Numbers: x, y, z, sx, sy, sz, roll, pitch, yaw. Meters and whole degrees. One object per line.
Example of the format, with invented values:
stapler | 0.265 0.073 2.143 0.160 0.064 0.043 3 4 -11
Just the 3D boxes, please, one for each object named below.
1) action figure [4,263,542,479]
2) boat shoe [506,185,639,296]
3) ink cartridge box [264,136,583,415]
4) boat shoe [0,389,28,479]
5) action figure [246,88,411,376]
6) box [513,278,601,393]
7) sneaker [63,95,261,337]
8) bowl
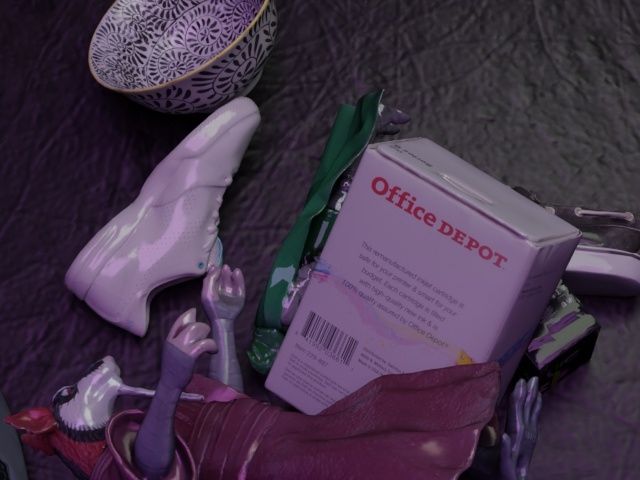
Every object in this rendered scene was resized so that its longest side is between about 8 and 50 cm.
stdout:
action figure | -0.040 0.166 1.317 0.370 0.248 0.275 2 99 19
boat shoe | 0.151 -0.004 1.515 0.219 0.078 0.070 8 70 -3
ink cartridge box | 0.075 0.051 1.419 0.154 0.093 0.212 32 113 23
boat shoe | -0.289 0.233 1.368 0.156 0.136 0.367 -27 44 4
action figure | 0.000 0.000 1.507 0.063 0.137 0.232 26 81 -2
box | 0.174 0.077 1.475 0.062 0.083 0.052 -35 71 -10
sneaker | -0.105 -0.016 1.536 0.094 0.080 0.212 40 82 3
bowl | -0.097 -0.157 1.562 0.170 0.080 0.170 -19 41 18
